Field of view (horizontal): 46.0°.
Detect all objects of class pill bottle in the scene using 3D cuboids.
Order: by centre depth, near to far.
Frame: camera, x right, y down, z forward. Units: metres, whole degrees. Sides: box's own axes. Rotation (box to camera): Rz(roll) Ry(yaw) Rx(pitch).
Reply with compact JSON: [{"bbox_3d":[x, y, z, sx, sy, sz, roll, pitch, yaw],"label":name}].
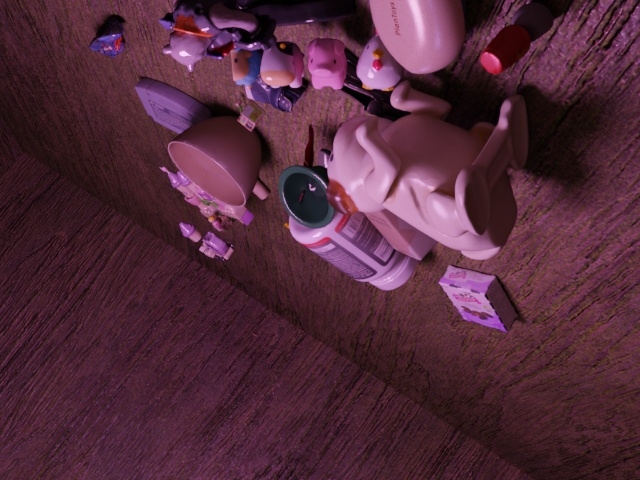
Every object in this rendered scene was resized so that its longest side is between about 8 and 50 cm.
[{"bbox_3d":[0.102,-0.010,2.127,0.363,0.210,0.210,36,164,-37],"label":"pill bottle"}]

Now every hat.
[{"bbox_3d":[0.006,-0.163,1.975,0.173,0.183,0.208,12,126,30],"label":"hat"}]

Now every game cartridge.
[{"bbox_3d":[-0.452,-0.409,2.413,0.297,0.062,0.198,28,154,20],"label":"game cartridge"}]

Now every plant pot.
[{"bbox_3d":[-0.286,-0.263,2.267,0.284,0.191,0.284,31,159,14],"label":"plant pot"}]

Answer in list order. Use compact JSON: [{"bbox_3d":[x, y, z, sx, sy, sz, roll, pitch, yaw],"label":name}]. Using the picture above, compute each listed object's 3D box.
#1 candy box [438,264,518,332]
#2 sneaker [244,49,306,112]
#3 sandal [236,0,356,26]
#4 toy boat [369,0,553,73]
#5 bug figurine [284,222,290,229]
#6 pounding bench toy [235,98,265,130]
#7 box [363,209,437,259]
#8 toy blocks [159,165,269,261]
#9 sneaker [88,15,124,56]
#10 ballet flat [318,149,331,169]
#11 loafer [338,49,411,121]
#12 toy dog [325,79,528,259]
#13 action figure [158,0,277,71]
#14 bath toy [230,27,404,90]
[{"bbox_3d":[0.462,0.169,2.203,0.165,0.070,0.196,14,151,46],"label":"candy box"},{"bbox_3d":[-0.119,-0.406,1.833,0.163,0.086,0.226,28,159,24],"label":"sneaker"},{"bbox_3d":[-0.105,-0.500,1.560,0.446,0.167,0.107,10,117,43],"label":"sandal"},{"bbox_3d":[0.228,-0.385,1.283,0.318,0.148,0.267,33,156,30],"label":"toy boat"},{"bbox_3d":[0.000,0.000,2.511,0.216,0.072,0.279,37,179,29],"label":"bug figurine"},{"bbox_3d":[-0.209,-0.360,2.129,0.083,0.052,0.065,39,160,-7],"label":"pounding bench toy"},{"bbox_3d":[0.179,-0.103,1.944,0.311,0.121,0.148,47,170,-27],"label":"box"},{"bbox_3d":[-0.391,-0.142,2.528,0.288,0.309,0.260,13,156,46],"label":"toy blocks"},{"bbox_3d":[-0.617,-0.600,2.240,0.087,0.083,0.221,30,169,-25],"label":"sneaker"},{"bbox_3d":[0.035,-0.166,2.146,0.072,0.068,0.213,23,156,39],"label":"ballet flat"},{"bbox_3d":[0.100,-0.320,1.675,0.267,0.084,0.096,36,160,-2],"label":"loafer"},{"bbox_3d":[0.203,-0.148,1.575,0.408,0.284,0.395,17,156,32],"label":"toy dog"},{"bbox_3d":[-0.224,-0.488,1.453,0.341,0.330,0.178,13,169,38],"label":"action figure"},{"bbox_3d":[-0.004,-0.371,1.538,0.348,0.151,0.129,1,128,7],"label":"bath toy"}]
